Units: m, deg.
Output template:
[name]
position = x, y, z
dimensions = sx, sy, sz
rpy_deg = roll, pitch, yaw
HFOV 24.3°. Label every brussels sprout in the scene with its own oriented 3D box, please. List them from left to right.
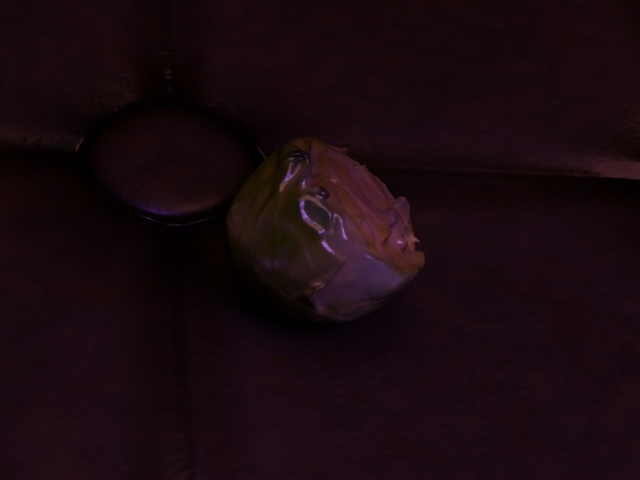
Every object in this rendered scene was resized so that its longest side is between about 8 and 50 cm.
[brussels sprout]
position = -0.005, 0.002, 1.123
dimensions = 0.151, 0.122, 0.149
rpy_deg = 21, 37, -45
